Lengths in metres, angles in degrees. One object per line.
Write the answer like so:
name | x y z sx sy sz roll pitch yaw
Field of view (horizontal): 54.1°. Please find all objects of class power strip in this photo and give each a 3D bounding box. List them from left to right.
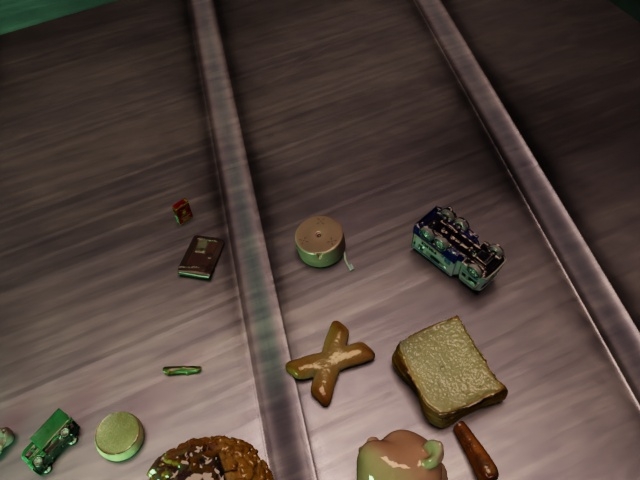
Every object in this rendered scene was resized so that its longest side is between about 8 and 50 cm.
power strip | 0.000 0.000 1.924 0.154 0.078 0.154 -5 54 7

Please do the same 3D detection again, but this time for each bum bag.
bum bag | -0.369 0.051 1.945 0.109 0.026 0.159 10 49 9

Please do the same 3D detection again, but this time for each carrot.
carrot | 0.382 0.524 1.547 0.055 0.055 0.161 -18 48 -11

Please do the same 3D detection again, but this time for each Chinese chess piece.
Chinese chess piece | -0.513 0.500 1.599 0.122 0.051 0.122 -2 52 2

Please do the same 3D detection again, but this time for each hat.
hat | -0.819 0.519 1.609 0.058 0.042 0.087 24 91 28

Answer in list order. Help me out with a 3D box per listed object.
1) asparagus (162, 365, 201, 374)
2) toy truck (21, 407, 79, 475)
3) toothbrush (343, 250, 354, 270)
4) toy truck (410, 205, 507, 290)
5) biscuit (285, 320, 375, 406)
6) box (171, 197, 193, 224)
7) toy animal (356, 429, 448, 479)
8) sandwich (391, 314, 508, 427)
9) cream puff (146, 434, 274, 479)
asparagus | -0.377 0.355 1.718 0.108 0.021 0.025 -2 58 0
toy truck | -0.682 0.513 1.587 0.079 0.065 0.147 25 58 22
toothbrush | 0.068 0.029 1.947 0.017 0.014 0.162 -26 55 1
toy truck | 0.404 0.033 1.847 0.124 0.155 0.268 -38 63 -23
biscuit | 0.027 0.327 1.707 0.164 0.047 0.208 38 63 27
box | -0.443 -0.093 2.014 0.051 0.082 0.023 -38 60 -22
toy animal | 0.187 0.582 1.395 0.269 0.237 0.326 -32 51 -10
sandwich | 0.333 0.348 1.654 0.226 0.087 0.251 -21 53 -15
cream puff | -0.249 0.606 1.399 0.326 0.231 0.343 14 55 8
